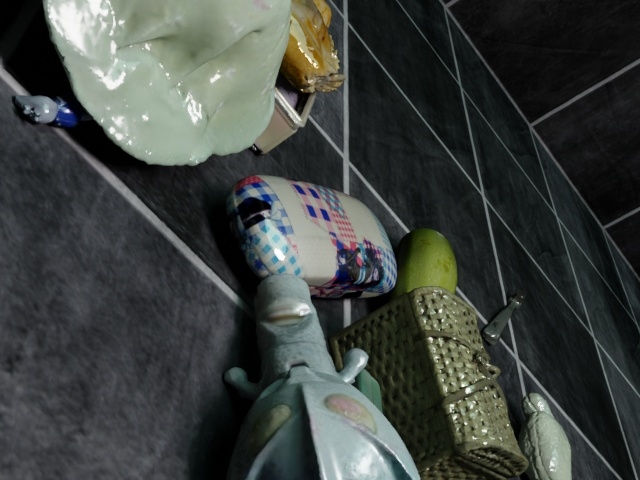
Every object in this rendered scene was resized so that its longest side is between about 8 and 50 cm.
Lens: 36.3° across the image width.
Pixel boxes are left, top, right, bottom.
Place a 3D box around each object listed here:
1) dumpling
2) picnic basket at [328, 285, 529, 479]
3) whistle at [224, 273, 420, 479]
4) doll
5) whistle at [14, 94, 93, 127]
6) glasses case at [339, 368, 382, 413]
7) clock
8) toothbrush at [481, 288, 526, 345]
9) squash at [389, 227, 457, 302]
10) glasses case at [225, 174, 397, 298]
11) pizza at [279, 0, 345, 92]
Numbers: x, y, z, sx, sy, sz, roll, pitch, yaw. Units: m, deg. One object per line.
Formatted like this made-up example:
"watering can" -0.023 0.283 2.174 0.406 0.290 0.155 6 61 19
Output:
"dumpling" -0.146 -0.222 0.935 0.320 0.270 0.212 12 12 -33
"picnic basket" 0.121 0.170 1.047 0.134 0.154 0.196 36 31 -46
"whistle" -0.013 0.149 0.832 0.134 0.142 0.346 56 9 -31
"doll" 0.331 0.315 1.424 0.103 0.071 0.214 45 30 -30
"whistle" -0.224 -0.112 0.835 0.033 0.029 0.083 46 24 21
"glasses case" 0.021 0.202 0.890 0.039 0.077 0.184 45 26 -33
"clock" -0.077 -0.210 1.217 0.147 0.071 0.192 51 23 -17
"toothbrush" 0.322 0.131 1.701 0.030 0.031 0.297 36 21 11
"squash" 0.137 0.050 1.287 0.094 0.094 0.341 55 17 -10
"glasses case" 0.000 0.000 1.107 0.327 0.076 0.125 10 56 -63
"pizza" -0.026 -0.273 1.216 0.189 0.071 0.297 54 16 -3
